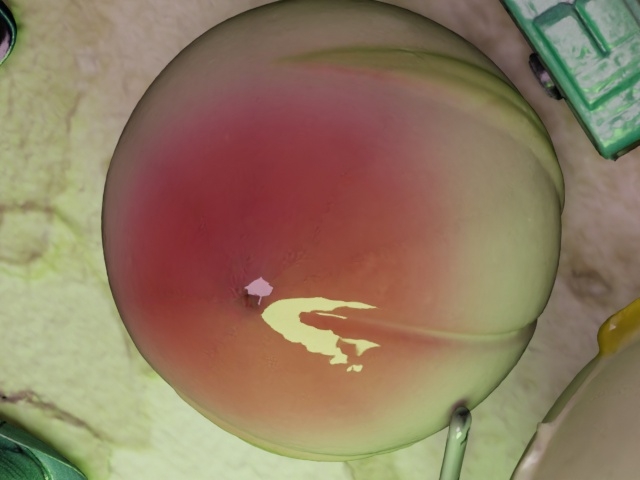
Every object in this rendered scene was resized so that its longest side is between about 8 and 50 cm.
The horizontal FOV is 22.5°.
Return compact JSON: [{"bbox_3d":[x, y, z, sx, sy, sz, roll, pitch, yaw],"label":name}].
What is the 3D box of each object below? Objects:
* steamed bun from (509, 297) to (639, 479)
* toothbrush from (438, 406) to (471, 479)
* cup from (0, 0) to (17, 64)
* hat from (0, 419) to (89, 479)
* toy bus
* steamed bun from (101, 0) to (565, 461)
[{"bbox_3d":[0.258,0.210,0.965,0.334,0.334,0.374,29,79,3],"label":"steamed bun"},{"bbox_3d":[0.087,0.194,1.069,0.030,0.030,0.304,12,145,9],"label":"toothbrush"},{"bbox_3d":[-0.299,-0.158,1.119,0.113,0.150,0.138,42,111,36],"label":"cup"},{"bbox_3d":[-0.266,0.193,1.206,0.191,0.078,0.138,19,106,7],"label":"hat"},{"bbox_3d":[0.141,-0.171,1.011,0.091,0.109,0.261,-34,96,12],"label":"toy bus"},{"bbox_3d":[0.000,0.000,0.990,0.309,0.309,0.309,3,105,12],"label":"steamed bun"}]
